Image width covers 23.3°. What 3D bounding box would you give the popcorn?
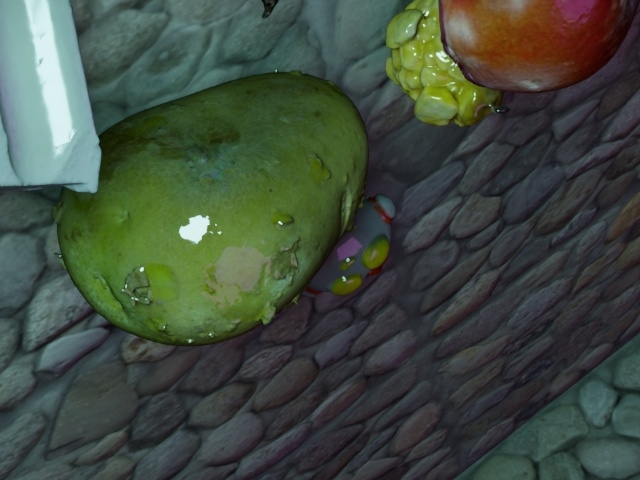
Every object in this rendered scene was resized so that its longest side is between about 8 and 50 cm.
[{"bbox_3d":[0.155,-0.223,1.800,0.140,0.163,0.194,119,-5,-72],"label":"popcorn"}]

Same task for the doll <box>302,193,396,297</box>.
[{"bbox_3d":[0.000,0.000,1.959,0.200,0.105,0.336,-47,152,12],"label":"doll"}]

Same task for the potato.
[{"bbox_3d":[-0.089,-0.042,1.604,0.359,0.270,0.219,-32,145,-28],"label":"potato"}]

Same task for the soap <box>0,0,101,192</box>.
[{"bbox_3d":[-0.339,-0.171,1.306,0.258,0.302,0.159,-6,-175,37],"label":"soap"}]

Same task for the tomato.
[{"bbox_3d":[0.262,-0.319,1.630,0.290,0.176,0.334,-25,117,-45],"label":"tomato"}]

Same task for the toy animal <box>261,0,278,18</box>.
[{"bbox_3d":[-0.096,-0.283,1.366,0.197,0.160,0.272,83,22,-51],"label":"toy animal"}]
